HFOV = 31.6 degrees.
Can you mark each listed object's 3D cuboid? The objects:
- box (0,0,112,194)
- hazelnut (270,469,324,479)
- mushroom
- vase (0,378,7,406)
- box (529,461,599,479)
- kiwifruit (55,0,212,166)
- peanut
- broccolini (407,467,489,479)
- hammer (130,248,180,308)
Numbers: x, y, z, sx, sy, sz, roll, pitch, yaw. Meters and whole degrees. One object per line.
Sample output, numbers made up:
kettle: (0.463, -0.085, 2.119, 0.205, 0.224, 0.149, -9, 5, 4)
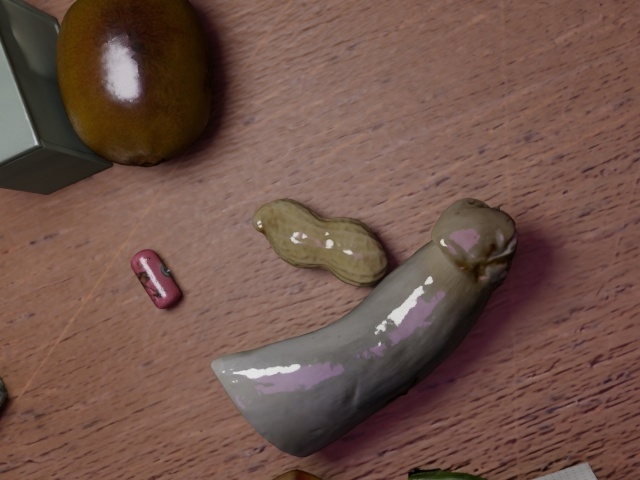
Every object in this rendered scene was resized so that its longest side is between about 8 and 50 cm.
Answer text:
box: (-0.395, -0.184, 1.438, 0.117, 0.225, 0.225, -23, 83, 10)
hazelnut: (-0.029, 0.367, 1.391, 0.150, 0.150, 0.150, 0, 88, 12)
mushroom: (0.078, 0.106, 1.363, 0.397, 0.177, 0.126, -35, 38, 5)
vase: (-0.524, 0.268, 1.506, 0.248, 0.128, 0.128, -45, 80, -2)
box: (0.263, 0.446, 1.295, 0.210, 0.095, 0.330, -19, 99, 4)
kiwifruit: (-0.231, -0.206, 1.423, 0.196, 0.196, 0.234, -15, 82, 11)
peanut: (0.000, 0.000, 1.425, 0.187, 0.082, 0.082, 18, 92, 13)
broccolini: (0.219, 0.365, 1.374, 0.271, 0.062, 0.123, 25, 78, 6)
hammer: (-0.217, 0.050, 1.487, 0.043, 0.043, 0.083, -34, 81, 9)
